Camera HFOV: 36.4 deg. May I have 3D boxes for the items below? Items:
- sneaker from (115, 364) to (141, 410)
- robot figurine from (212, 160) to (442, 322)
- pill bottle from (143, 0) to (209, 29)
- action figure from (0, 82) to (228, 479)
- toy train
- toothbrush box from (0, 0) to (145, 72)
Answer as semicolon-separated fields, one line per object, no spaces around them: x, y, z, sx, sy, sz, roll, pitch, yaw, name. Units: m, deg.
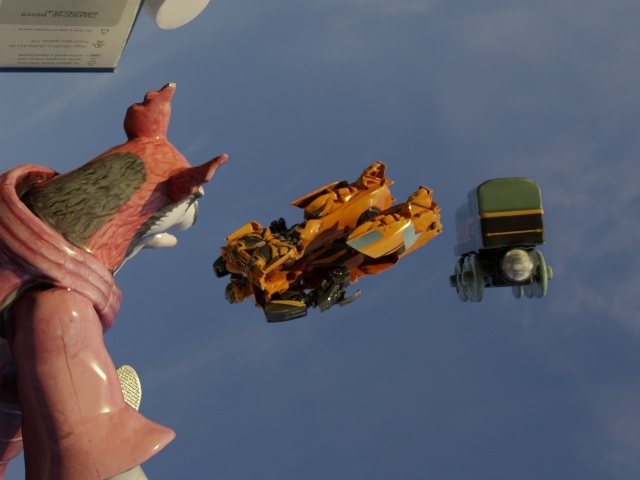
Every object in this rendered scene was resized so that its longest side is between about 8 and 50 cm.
-0.289;0.248;1.381;0.070;0.051;0.134;-22;-109;48;sneaker
0.000;0.000;1.267;0.291;0.085;0.211;-26;-145;-24;robot figurine
-0.210;-0.340;1.118;0.108;0.108;0.193;-37;-102;-1;pill bottle
-0.192;0.061;0.502;0.370;0.276;0.248;-54;-142;13;action figure
0.287;0.004;1.589;0.142;0.190;0.334;-3;177;0;toy train
-0.255;-0.255;0.616;0.126;0.216;0.295;-50;-123;45;toothbrush box
